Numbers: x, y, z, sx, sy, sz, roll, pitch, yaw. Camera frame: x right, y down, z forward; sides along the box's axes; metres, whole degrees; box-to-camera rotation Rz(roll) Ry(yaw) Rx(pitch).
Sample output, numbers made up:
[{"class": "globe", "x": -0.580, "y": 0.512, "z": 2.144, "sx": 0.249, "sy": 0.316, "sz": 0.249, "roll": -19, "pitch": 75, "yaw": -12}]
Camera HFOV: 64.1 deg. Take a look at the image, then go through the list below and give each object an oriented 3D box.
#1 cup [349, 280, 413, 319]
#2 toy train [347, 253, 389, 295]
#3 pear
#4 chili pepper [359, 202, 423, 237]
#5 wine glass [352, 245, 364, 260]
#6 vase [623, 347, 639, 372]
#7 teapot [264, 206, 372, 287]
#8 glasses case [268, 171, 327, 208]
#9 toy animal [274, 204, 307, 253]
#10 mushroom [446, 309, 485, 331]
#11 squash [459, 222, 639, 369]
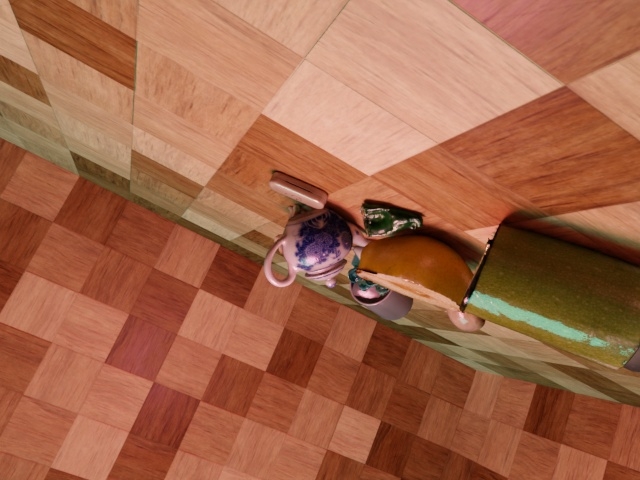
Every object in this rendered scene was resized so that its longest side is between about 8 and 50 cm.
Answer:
[{"class": "cup", "x": 0.280, "y": 0.229, "z": 2.255, "sx": 0.205, "sy": 0.205, "sz": 0.312, "roll": 15, "pitch": 165, "yaw": 33}, {"class": "toy train", "x": 0.211, "y": 0.119, "z": 2.031, "sx": 0.203, "sy": 0.163, "sz": 0.112, "roll": 9, "pitch": 160, "yaw": 40}, {"class": "pear", "x": 0.323, "y": 0.085, "z": 1.660, "sx": 0.386, "sy": 0.191, "sz": 0.340, "roll": 22, "pitch": 170, "yaw": 5}, {"class": "chili pepper", "x": 0.207, "y": -0.059, "z": 1.549, "sx": 0.216, "sy": 0.062, "sz": 0.108, "roll": 9, "pitch": 121, "yaw": 35}, {"class": "wine glass", "x": 0.119, "y": 0.024, "z": 1.954, "sx": 0.183, "sy": 0.122, "sz": 0.122, "roll": 26, "pitch": 167, "yaw": 13}, {"class": "vase", "x": 0.908, "y": 0.240, "z": 1.378, "sx": 0.173, "sy": 0.173, "sz": 0.321, "roll": 19, "pitch": 159, "yaw": 19}, {"class": "teapot", "x": -0.004, "y": 0.037, "z": 1.794, "sx": 0.252, "sy": 0.424, "sz": 0.280, "roll": 2, "pitch": 114, "yaw": 64}, {"class": "glasses case", "x": -0.073, "y": -0.163, "z": 1.672, "sx": 0.196, "sy": 0.050, "sz": 0.083, "roll": 23, "pitch": 169, "yaw": 2}, {"class": "toy animal", "x": -0.070, "y": -0.015, "z": 1.945, "sx": 0.184, "sy": 0.185, "sz": 0.104, "roll": 27, "pitch": 165, "yaw": -14}, {"class": "mushroom", "x": 0.565, "y": 0.233, "z": 1.899, "sx": 0.204, "sy": 0.204, "sz": 0.204, "roll": 22, "pitch": 166, "yaw": 6}, {"class": "squash", "x": 0.570, "y": 0.126, "z": 1.262, "sx": 0.384, "sy": 0.263, "sz": 0.263, "roll": 20, "pitch": 166, "yaw": 16}]
